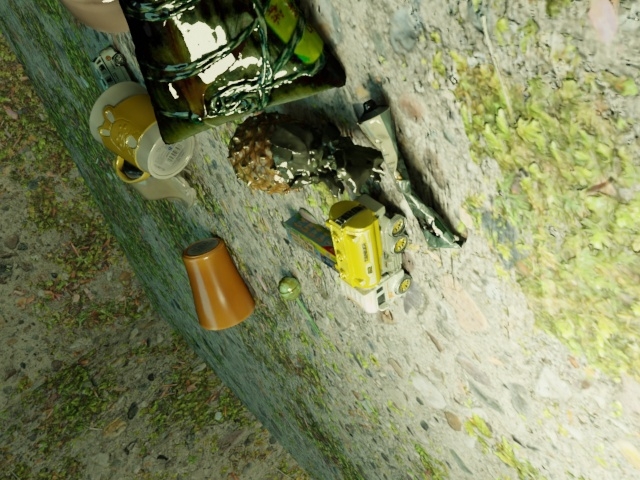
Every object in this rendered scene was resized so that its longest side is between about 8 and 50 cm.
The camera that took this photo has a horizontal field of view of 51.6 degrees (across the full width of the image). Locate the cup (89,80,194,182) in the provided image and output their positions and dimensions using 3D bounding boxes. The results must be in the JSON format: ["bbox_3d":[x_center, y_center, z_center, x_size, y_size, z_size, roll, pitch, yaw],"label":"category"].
[{"bbox_3d":[-0.451,-0.247,1.669,0.226,0.185,0.241,36,116,25],"label":"cup"}]

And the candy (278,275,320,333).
[{"bbox_3d":[-0.047,0.168,1.670,0.061,0.061,0.203,26,153,50],"label":"candy"}]

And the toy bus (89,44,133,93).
[{"bbox_3d":[-0.542,-0.415,1.766,0.087,0.089,0.194,12,132,59],"label":"toy bus"}]

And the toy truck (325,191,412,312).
[{"bbox_3d":[0.076,0.022,1.102,0.098,0.114,0.227,36,152,38],"label":"toy truck"}]

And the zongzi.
[{"bbox_3d":[-0.166,-0.369,0.936,0.383,0.318,0.362,59,-156,-49],"label":"zongzi"}]

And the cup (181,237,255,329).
[{"bbox_3d":[-0.314,0.123,2.019,0.226,0.182,0.264,-98,-7,-64],"label":"cup"}]

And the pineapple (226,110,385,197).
[{"bbox_3d":[-0.032,-0.133,1.055,0.170,0.141,0.310,24,176,-39],"label":"pineapple"}]

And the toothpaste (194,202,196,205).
[{"bbox_3d":[-0.434,-0.172,1.969,0.218,0.041,0.064,46,144,28],"label":"toothpaste"}]

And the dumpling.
[{"bbox_3d":[-0.460,-0.172,1.830,0.292,0.163,0.205,33,131,27],"label":"dumpling"}]

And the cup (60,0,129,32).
[{"bbox_3d":[-0.367,-0.499,1.131,0.200,0.191,0.253,-138,60,-78],"label":"cup"}]

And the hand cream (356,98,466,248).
[{"bbox_3d":[0.127,-0.091,0.942,0.248,0.052,0.075,56,-178,-18],"label":"hand cream"}]

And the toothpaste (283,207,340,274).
[{"bbox_3d":[0.000,0.000,1.318,0.193,0.044,0.070,33,150,43],"label":"toothpaste"}]
